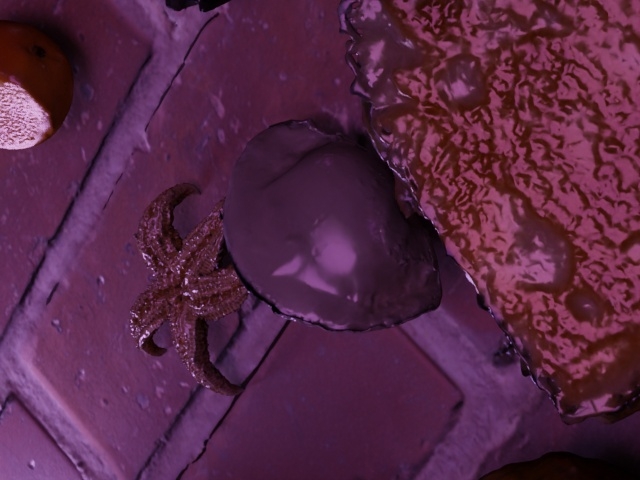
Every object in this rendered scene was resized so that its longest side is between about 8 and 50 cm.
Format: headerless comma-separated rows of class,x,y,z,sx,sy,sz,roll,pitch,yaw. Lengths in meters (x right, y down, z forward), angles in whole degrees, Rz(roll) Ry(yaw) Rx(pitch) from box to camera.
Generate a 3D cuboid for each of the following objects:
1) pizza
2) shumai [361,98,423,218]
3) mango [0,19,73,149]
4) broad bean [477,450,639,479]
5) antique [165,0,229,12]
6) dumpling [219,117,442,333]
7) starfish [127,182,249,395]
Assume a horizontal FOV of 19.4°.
pizza,0.239,-0.039,1.499,0.434,0.080,0.392,-4,102,32
shumai,0.131,-0.109,1.657,0.120,0.201,0.201,139,106,-83
mango,-0.352,-0.170,2.038,0.217,0.102,0.141,-7,124,43
broad bean,0.222,0.269,1.704,0.228,0.122,0.156,-13,122,47
antique,-0.161,-0.354,1.803,0.125,0.150,0.284,-37,88,40
dumpling,0.000,0.000,1.766,0.247,0.172,0.142,49,160,23
starfish,-0.135,0.059,1.961,0.238,0.071,0.216,-39,73,47
